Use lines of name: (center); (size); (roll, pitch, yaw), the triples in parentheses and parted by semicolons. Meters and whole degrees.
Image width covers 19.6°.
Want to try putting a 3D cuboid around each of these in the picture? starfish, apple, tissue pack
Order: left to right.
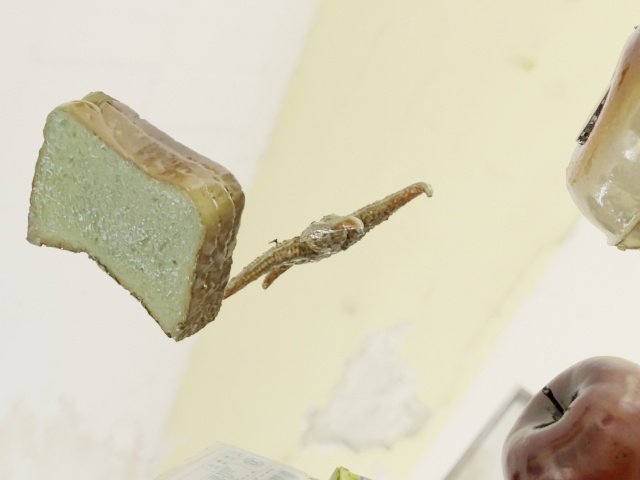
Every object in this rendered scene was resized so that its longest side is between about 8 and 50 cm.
tissue pack: (-0.108, 0.295, 1.951); (0.196, 0.148, 0.092); (-22, -53, -59)
starfish: (-0.002, -0.002, 1.951); (0.247, 0.050, 0.138); (-33, -4, 27)
apple: (0.332, 0.249, 2.156); (0.234, 0.234, 0.234); (-46, -19, -21)

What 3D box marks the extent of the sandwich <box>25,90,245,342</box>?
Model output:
sandwich: (-0.178, -0.026, 1.763); (0.065, 0.214, 0.186); (-34, -29, -44)

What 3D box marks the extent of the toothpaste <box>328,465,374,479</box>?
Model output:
toothpaste: (0.003, 0.418, 2.237); (0.077, 0.110, 0.327); (-90, 24, -54)

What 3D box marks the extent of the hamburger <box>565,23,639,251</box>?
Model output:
hamburger: (0.311, -0.097, 1.646); (0.237, 0.147, 0.237); (24, -90, -86)
